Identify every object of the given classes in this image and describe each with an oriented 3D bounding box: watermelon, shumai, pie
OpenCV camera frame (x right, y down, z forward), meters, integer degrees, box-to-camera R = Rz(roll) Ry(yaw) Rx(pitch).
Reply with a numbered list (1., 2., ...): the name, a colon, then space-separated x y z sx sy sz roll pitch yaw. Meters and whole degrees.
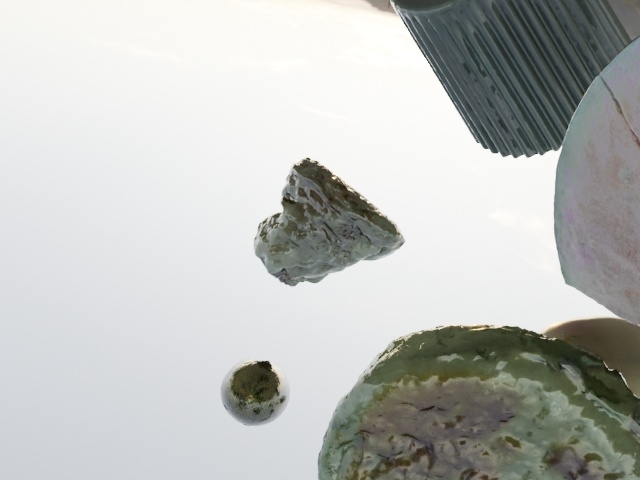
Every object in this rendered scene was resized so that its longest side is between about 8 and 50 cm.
1. watermelon: 0.362 -0.066 0.479 0.222 0.319 0.292 -16 -151 -12
2. shumai: 0.000 0.000 1.314 0.309 0.263 0.304 32 -169 -47
3. pie: 0.138 0.200 0.501 0.302 0.303 0.067 17 -155 10

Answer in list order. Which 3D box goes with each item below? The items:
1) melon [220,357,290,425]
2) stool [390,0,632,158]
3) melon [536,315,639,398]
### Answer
1. melon: -0.094 0.217 0.899 0.099 0.099 0.162 14 168 4
2. stool: 0.295 -0.343 0.984 0.330 0.297 0.297 39 -173 -39
3. melon: 0.500 0.246 1.134 0.316 0.223 0.223 3 -152 -23
